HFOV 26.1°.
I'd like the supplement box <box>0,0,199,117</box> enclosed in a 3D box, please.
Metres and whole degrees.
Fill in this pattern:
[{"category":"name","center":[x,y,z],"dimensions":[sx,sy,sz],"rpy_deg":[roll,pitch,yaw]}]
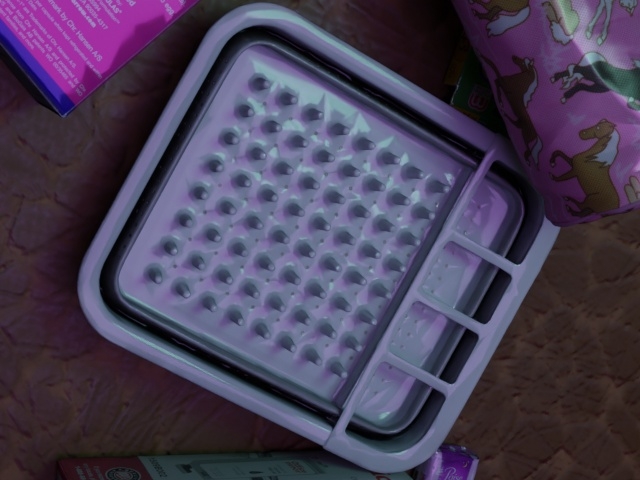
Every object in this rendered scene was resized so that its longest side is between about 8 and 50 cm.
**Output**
[{"category":"supplement box","center":[-0.142,-0.203,0.979],"dimensions":[0.220,0.111,0.114],"rpy_deg":[-41,111,-9]}]

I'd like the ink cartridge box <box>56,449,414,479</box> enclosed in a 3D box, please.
[{"category":"ink cartridge box","center":[-0.048,0.249,1.058],"dimensions":[0.283,0.207,0.117],"rpy_deg":[1,103,-21]}]

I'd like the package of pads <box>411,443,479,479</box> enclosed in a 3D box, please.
[{"category":"package of pads","center":[0.104,0.220,1.203],"dimensions":[0.050,0.032,0.083],"rpy_deg":[13,97,-25]}]

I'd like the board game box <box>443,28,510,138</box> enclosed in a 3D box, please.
[{"category":"board game box","center":[0.196,-0.208,1.146],"dimensions":[0.124,0.039,0.259],"rpy_deg":[19,91,-22]}]

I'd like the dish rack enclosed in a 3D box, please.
[{"category":"dish rack","center":[0.000,0.000,1.090],"dimensions":[0.333,0.072,0.285],"rpy_deg":[29,91,-20]}]

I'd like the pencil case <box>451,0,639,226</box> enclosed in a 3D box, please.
[{"category":"pencil case","center":[0.169,-0.198,1.029],"dimensions":[0.167,0.160,0.386],"rpy_deg":[-27,95,-23]}]
